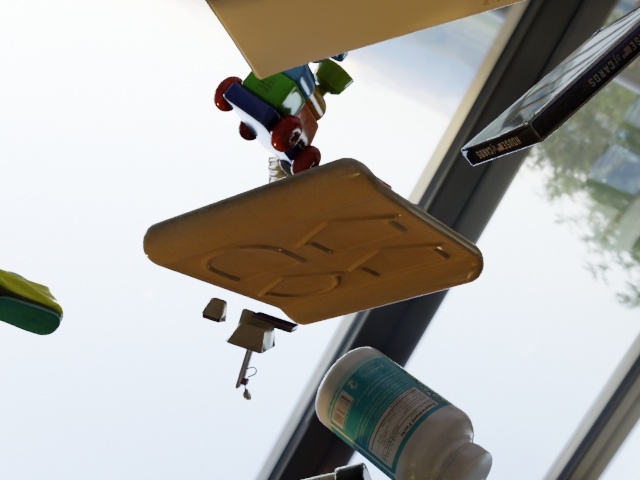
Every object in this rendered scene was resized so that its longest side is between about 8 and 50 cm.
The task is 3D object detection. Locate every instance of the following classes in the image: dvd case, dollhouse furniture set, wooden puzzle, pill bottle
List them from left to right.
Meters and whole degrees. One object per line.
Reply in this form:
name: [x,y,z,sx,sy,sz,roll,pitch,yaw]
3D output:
dollhouse furniture set: [-0.083,0.105,0.816,0.091,0.081,0.114,18,-178,8]
wooden puzzle: [0.000,0.000,1.168,0.348,0.322,0.080,32,-133,-51]
pill bottle: [0.127,0.282,1.359,0.264,0.146,0.146,33,-164,37]
dvd case: [0.275,-0.175,0.984,0.029,0.239,0.179,51,168,-5]

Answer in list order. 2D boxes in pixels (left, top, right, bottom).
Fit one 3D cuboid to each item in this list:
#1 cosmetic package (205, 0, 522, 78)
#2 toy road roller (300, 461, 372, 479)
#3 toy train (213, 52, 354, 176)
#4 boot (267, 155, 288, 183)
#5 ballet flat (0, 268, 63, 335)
cosmetic package: [0.078,-0.306,0.823,0.155,0.366,0.196,53,-153,-60]
toy road roller: [0.018,0.535,1.436,0.329,0.203,0.240,-91,-17,-60]
toy train: [-0.015,-0.151,1.058,0.105,0.143,0.248,37,176,20]
boot: [-0.061,-0.056,1.704,0.095,0.203,0.262,0,177,-1]
ballet flat: [-0.438,0.058,1.176,0.231,0.077,0.077,31,-154,-42]
